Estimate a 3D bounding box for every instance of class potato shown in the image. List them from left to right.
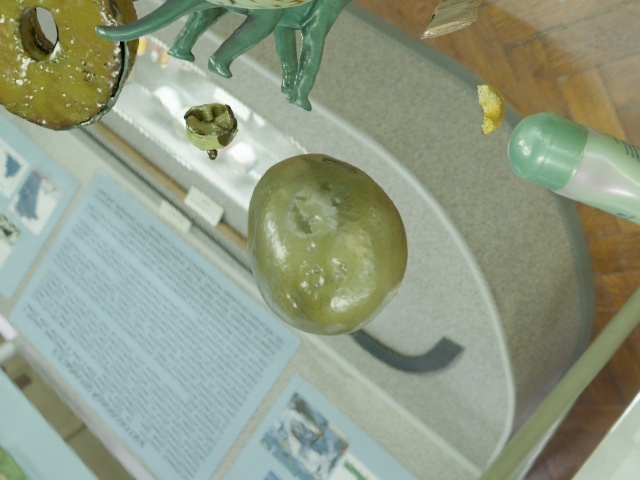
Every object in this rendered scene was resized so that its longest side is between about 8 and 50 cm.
[{"bbox_3d":[0.000,0.000,0.854,0.160,0.178,0.235,36,-162,-46],"label":"potato"}]

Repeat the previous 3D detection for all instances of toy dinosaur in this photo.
[{"bbox_3d":[-0.031,-0.323,0.851,0.129,0.383,0.331,28,102,34],"label":"toy dinosaur"}]

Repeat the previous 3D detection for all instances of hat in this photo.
[{"bbox_3d":[-0.164,-0.165,1.208,0.059,0.076,0.077,93,160,-49],"label":"hat"}]

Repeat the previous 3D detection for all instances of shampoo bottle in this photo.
[{"bbox_3d":[0.549,-0.150,1.634,0.349,0.222,0.151,20,111,-8],"label":"shampoo bottle"}]

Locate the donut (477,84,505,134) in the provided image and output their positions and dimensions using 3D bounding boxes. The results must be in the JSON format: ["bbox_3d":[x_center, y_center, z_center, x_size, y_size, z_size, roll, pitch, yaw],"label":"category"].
[{"bbox_3d":[0.306,-0.238,1.454,0.067,0.083,0.038,34,158,-19],"label":"donut"}]

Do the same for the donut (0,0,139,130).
[{"bbox_3d":[-0.366,-0.295,1.109,0.271,0.107,0.272,8,127,11],"label":"donut"}]

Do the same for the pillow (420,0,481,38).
[{"bbox_3d":[0.316,-0.534,1.895,0.135,0.211,0.034,-13,119,31],"label":"pillow"}]

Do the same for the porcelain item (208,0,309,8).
[{"bbox_3d":[-0.040,-0.258,0.486,0.253,0.253,0.253,32,141,30],"label":"porcelain item"}]
